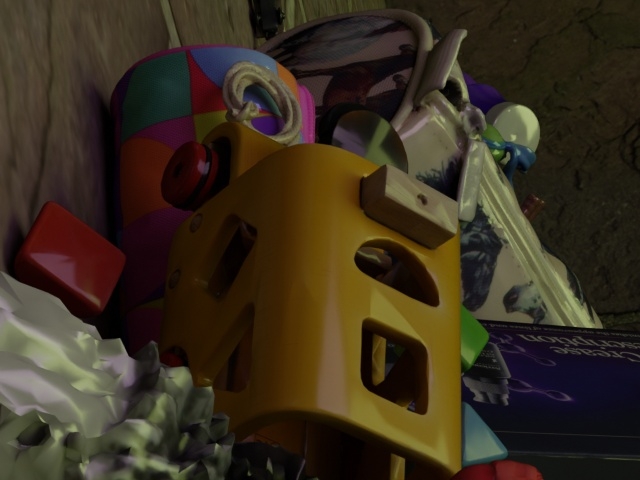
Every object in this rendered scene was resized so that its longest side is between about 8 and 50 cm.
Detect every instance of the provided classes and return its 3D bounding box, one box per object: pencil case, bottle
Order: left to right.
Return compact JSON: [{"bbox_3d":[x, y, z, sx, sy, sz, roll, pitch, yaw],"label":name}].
[{"bbox_3d":[-0.038,0.031,0.739,0.104,0.104,0.236,65,15,-66],"label":"pencil case"},{"bbox_3d":[0.132,-0.135,1.859,0.283,0.092,0.118,21,-44,57],"label":"bottle"},{"bbox_3d":[0.096,0.054,1.010,0.410,0.183,0.160,52,57,-30],"label":"pencil case"}]

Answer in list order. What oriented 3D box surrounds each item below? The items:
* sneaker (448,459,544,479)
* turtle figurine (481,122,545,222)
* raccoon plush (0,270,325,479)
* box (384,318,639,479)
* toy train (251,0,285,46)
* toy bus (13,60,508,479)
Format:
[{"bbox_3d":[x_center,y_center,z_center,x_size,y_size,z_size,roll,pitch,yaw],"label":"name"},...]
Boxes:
[{"bbox_3d":[-0.012,0.150,0.581,0.087,0.128,0.221,-88,-163,-54],"label":"sneaker"},{"bbox_3d":[0.073,-0.006,1.718,0.198,0.275,0.266,-136,-128,-63],"label":"turtle figurine"},{"bbox_3d":[-0.038,0.261,0.429,0.446,0.216,0.299,43,42,-28],"label":"raccoon plush"},{"bbox_3d":[0.103,0.113,0.841,0.184,0.261,0.103,43,-56,59],"label":"box"},{"bbox_3d":[-0.042,-0.179,1.320,0.036,0.027,0.158,96,-14,-74],"label":"toy train"},{"bbox_3d":[0.004,0.012,0.631,0.191,0.104,0.202,-28,85,-49],"label":"toy bus"}]
